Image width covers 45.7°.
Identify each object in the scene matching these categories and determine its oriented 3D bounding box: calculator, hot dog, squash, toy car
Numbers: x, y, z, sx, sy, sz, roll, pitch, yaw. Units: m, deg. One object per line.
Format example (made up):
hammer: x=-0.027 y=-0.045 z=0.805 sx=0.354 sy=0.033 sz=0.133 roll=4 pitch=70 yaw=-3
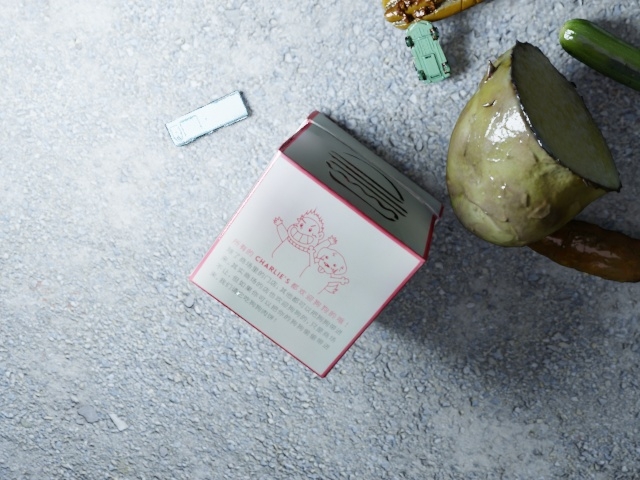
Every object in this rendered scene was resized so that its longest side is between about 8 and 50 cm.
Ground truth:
calculator: x=-0.222 y=-0.236 z=1.485 sx=0.172 sy=0.018 sz=0.057 roll=-21 pitch=106 yaw=19
hot dog: x=0.219 y=-0.433 z=1.277 sx=0.249 sy=0.076 sz=0.102 roll=-19 pitch=101 yaw=20
squash: x=0.502 y=-0.301 z=1.269 sx=0.229 sy=0.066 sz=0.066 roll=27 pitch=114 yaw=1
toy car: x=0.187 y=-0.329 z=1.328 sx=0.059 sy=0.035 sz=0.121 roll=-14 pitch=124 yaw=21

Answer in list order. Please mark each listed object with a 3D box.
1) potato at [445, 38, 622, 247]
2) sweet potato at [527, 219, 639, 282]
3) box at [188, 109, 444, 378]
potato: x=0.318 y=-0.139 z=1.288 sx=0.301 sy=0.288 sz=0.237 roll=28 pitch=138 yaw=-32
sweet potato: x=0.497 y=0.018 z=1.372 sx=0.355 sy=0.095 sz=0.106 roll=12 pitch=72 yaw=5
box: x=0.000 y=0.000 z=1.369 sx=0.314 sy=0.300 sz=0.312 roll=37 pitch=115 yaw=-3
